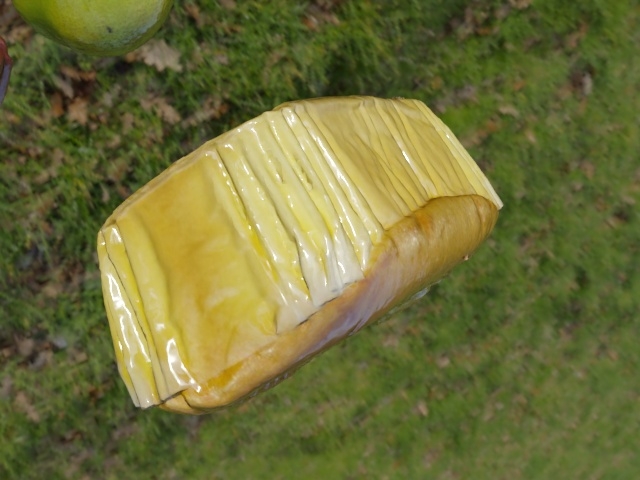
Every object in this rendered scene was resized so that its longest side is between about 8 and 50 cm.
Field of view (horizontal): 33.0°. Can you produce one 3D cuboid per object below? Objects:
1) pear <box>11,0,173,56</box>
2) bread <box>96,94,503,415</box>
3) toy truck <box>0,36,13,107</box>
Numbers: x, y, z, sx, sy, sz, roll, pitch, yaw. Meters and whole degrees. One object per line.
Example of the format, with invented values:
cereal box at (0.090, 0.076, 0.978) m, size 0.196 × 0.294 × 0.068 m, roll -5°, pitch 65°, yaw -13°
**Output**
pear at (-0.245, -0.268, 1.182) m, size 0.216 × 0.180 × 0.166 m, roll 88°, pitch 20°, yaw -59°
bread at (0.000, 0.000, 0.614) m, size 0.152 × 0.119 × 0.288 m, roll -31°, pitch 175°, yaw 24°
toy truck at (-0.280, -0.078, 0.482) m, size 0.270 × 0.135 × 0.114 m, roll -10°, pitch 147°, yaw -42°
